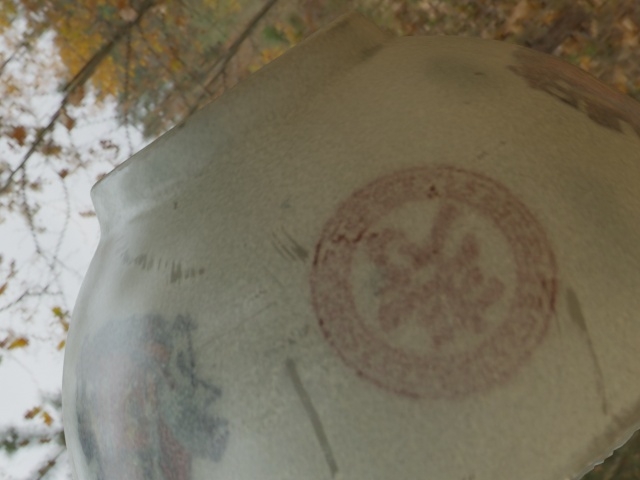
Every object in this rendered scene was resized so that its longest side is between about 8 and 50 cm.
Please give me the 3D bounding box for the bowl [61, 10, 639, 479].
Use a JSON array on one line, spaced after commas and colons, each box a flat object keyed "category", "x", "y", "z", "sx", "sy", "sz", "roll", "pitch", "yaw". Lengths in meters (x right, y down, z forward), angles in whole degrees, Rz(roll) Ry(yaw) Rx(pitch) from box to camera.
[{"category": "bowl", "x": 0.000, "y": 0.000, "z": 0.549, "sx": 0.196, "sy": 0.435, "sz": 0.435, "roll": 57, "pitch": -173, "yaw": -9}]
